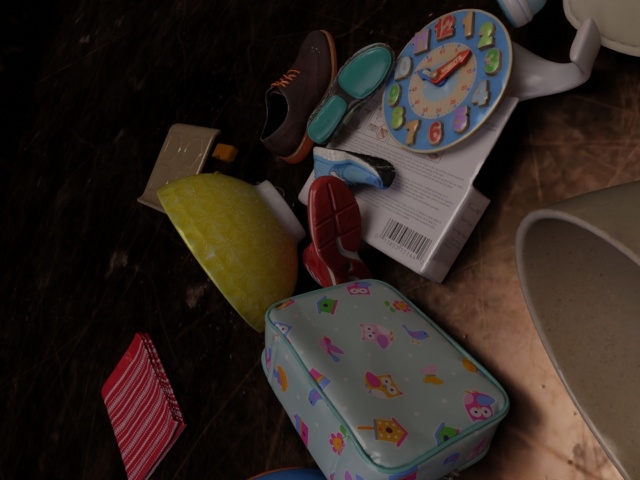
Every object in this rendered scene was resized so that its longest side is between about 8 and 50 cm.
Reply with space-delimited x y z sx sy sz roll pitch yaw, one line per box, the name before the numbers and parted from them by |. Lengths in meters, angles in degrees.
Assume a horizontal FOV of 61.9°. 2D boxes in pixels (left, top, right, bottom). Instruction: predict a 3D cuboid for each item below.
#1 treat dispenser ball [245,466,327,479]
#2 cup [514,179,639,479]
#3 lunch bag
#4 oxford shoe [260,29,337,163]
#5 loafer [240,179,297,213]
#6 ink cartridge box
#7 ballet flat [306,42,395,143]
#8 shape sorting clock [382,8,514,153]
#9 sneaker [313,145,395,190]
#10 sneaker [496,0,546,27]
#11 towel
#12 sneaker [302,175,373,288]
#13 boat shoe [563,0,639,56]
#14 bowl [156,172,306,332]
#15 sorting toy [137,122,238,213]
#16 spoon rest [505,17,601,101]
treat dispenser ball | -0.027 0.404 0.586 0.288 0.288 0.288 -18 62 37
cup | 0.341 0.076 0.397 0.237 0.331 0.331 -25 53 2
lunch bag | 0.073 0.170 0.646 0.279 0.224 0.108 46 136 42
oxford shoe | -0.042 -0.289 1.013 0.096 0.098 0.271 3 76 43
loafer | -0.134 -0.074 1.027 0.220 0.078 0.080 9 80 45
ink cartridge box | 0.125 -0.116 0.813 0.296 0.066 0.261 34 97 44
ballet flat | 0.046 -0.232 0.838 0.188 0.070 0.070 -43 49 28
shape sorting clock | 0.166 -0.220 0.735 0.206 0.040 0.206 -21 59 40
sneaker | 0.048 -0.095 0.802 0.162 0.063 0.073 24 108 49
sneaker | 0.309 -0.435 0.701 0.208 0.127 0.319 -21 49 35
towel | -0.382 0.349 1.123 0.199 0.031 0.275 -55 46 13
sneaker | 0.000 0.000 0.803 0.128 0.087 0.221 24 134 51
boat shoe | 0.427 -0.261 0.571 0.324 0.096 0.117 31 136 49
bowl | -0.118 -0.009 0.880 0.156 0.289 0.289 -35 48 -4
sorting toy | -0.308 -0.163 1.258 0.307 0.041 0.229 19 83 45
spoon rest | 0.259 -0.236 0.743 0.276 0.084 0.137 17 84 58
